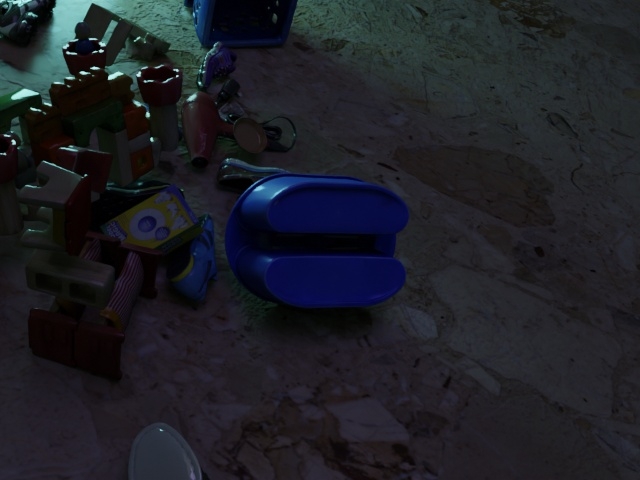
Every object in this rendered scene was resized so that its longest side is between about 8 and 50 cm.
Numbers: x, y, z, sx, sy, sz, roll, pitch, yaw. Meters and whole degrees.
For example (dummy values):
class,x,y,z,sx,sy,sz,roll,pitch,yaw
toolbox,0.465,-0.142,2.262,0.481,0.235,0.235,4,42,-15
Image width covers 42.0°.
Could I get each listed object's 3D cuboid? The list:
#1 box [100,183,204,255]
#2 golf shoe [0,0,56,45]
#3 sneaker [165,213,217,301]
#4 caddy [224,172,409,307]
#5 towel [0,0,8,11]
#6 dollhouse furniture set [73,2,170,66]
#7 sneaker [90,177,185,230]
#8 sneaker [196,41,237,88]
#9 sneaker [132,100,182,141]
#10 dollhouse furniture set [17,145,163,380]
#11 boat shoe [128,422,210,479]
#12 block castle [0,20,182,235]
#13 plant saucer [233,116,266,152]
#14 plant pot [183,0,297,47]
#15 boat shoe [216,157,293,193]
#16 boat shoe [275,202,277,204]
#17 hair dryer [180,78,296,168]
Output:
class,x,y,z,sx,sy,sz,roll,pitch,yaw
box,-0.312,-0.015,1.496,0.179,0.043,0.105,-33,62,-8
golf shoe,-0.653,-0.517,1.854,0.093,0.077,0.198,20,43,-3
sneaker,-0.223,0.033,1.529,0.082,0.069,0.209,49,25,-26
caddy,0.000,0.000,1.523,0.341,0.241,0.179,1,4,-23
towel,-0.782,-0.597,1.908,0.237,0.037,0.329,30,42,10
dollhouse furniture set,-0.454,-0.437,1.897,0.144,0.123,0.151,31,9,8
sneaker,-0.370,-0.073,1.567,0.234,0.084,0.097,0,24,-24
sneaker,-0.235,-0.403,1.930,0.071,0.068,0.170,27,43,-5
sneaker,-0.349,-0.252,1.746,0.144,0.053,0.059,27,42,2
dollhouse furniture set,-0.335,0.017,1.266,0.152,0.374,0.201,16,46,-2
boat shoe,-0.179,0.397,1.169,0.109,0.091,0.305,-33,58,0
block castle,-0.487,-0.222,1.486,0.303,0.213,0.453,24,40,29
plant saucer,-0.152,-0.220,1.760,0.083,0.015,0.083,17,60,-34
plant pot,-0.202,-0.629,2.047,0.236,0.236,0.212,-9,46,-29
boat shoe,-0.123,-0.110,1.703,0.183,0.066,0.066,12,49,2
boat shoe,-0.076,-0.021,1.648,0.049,0.040,0.142,-8,51,-17
hair dryer,-0.191,-0.244,1.785,0.223,0.080,0.293,36,47,10
